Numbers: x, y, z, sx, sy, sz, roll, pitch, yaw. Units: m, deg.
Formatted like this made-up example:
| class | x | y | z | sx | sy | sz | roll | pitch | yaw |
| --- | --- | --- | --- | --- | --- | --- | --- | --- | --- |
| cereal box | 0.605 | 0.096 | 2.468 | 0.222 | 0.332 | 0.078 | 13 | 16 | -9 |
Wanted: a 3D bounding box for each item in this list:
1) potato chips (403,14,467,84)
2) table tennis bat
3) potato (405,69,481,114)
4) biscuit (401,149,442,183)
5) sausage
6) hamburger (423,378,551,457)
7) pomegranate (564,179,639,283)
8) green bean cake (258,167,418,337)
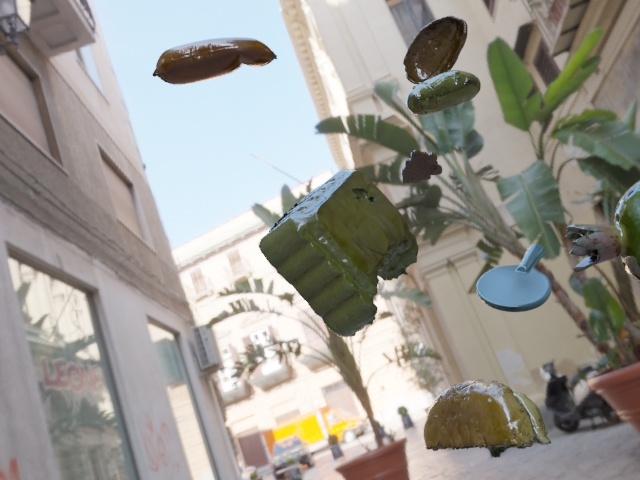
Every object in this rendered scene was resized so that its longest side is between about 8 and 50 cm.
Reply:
| class | x | y | z | sx | sy | sz | roll | pitch | yaw |
| --- | --- | --- | --- | --- | --- | --- | --- | --- | --- |
| potato chips | 0.312 | -0.507 | 1.601 | 0.049 | 0.150 | 0.201 | 19 | -75 | -53 |
| table tennis bat | 0.431 | 0.078 | 1.283 | 0.149 | 0.038 | 0.237 | 10 | 37 | 34 |
| potato | 0.290 | -0.353 | 1.427 | 0.188 | 0.105 | 0.085 | -24 | -54 | -12 |
| biscuit | 0.284 | -0.210 | 1.722 | 0.120 | 0.019 | 0.130 | 33 | -53 | -25 |
| sausage | -0.155 | -0.262 | 0.857 | 0.183 | 0.054 | 0.062 | -11 | -1 | 4 |
| hamburger | 0.280 | 0.315 | 1.056 | 0.124 | 0.130 | 0.262 | -1 | -15 | -30 |
| pomegranate | 0.347 | 0.003 | 0.612 | 0.159 | 0.129 | 0.129 | -34 | -17 | 5 |
| green bean cake | 0.049 | 0.012 | 1.003 | 0.124 | 0.233 | 0.236 | -36 | 8 | 41 |
